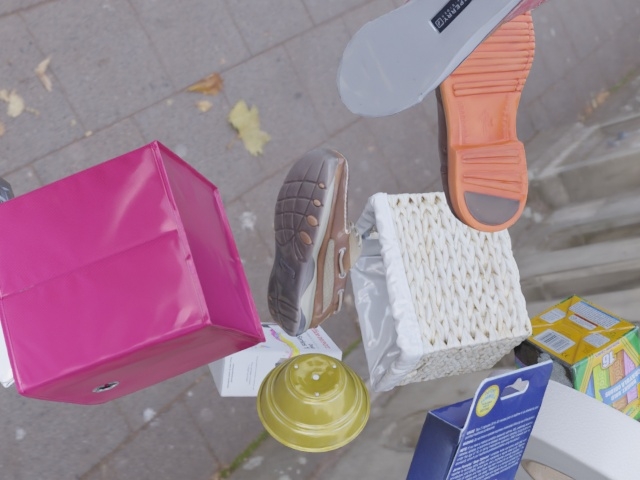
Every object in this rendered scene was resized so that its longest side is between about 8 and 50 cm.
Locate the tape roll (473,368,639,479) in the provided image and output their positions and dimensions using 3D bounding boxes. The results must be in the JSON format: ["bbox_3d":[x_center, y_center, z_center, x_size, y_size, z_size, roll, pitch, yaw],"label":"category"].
[{"bbox_3d":[0.348,0.295,1.057,0.392,0.392,0.072,45,73,-29],"label":"tape roll"}]

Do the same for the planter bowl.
[{"bbox_3d":[-0.010,0.278,1.648,0.217,0.217,0.090,-53,159,-39],"label":"planter bowl"}]

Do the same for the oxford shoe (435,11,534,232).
[{"bbox_3d":[0.198,-0.196,1.171,0.130,0.133,0.363,1,95,-11],"label":"oxford shoe"}]

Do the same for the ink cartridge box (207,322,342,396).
[{"bbox_3d":[-0.111,0.276,2.067,0.278,0.201,0.117,4,104,-18],"label":"ink cartridge box"}]

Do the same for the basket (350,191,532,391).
[{"bbox_3d":[0.221,0.102,1.750,0.267,0.328,0.331,-6,70,-9],"label":"basket"}]

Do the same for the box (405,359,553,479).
[{"bbox_3d":[0.109,0.196,0.688,0.136,0.037,0.225,0,111,-53],"label":"box"}]

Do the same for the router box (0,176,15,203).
[{"bbox_3d":[-0.672,-0.091,1.621,0.081,0.309,0.243,-46,125,1],"label":"router box"}]

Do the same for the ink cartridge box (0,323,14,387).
[{"bbox_3d":[-0.580,0.174,1.611,0.100,0.237,0.172,-42,92,-16],"label":"ink cartridge box"}]

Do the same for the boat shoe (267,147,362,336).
[{"bbox_3d":[0.000,0.000,1.357,0.117,0.123,0.324,-11,131,-31],"label":"boat shoe"}]

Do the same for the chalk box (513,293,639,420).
[{"bbox_3d":[0.519,0.291,1.767,0.179,0.180,0.288,-26,121,-21],"label":"chalk box"}]

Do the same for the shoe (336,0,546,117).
[{"bbox_3d":[0.091,-0.146,0.586,0.081,0.178,0.063,-26,81,-49],"label":"shoe"}]

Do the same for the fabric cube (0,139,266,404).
[{"bbox_3d":[-0.257,0.056,1.189,0.254,0.258,0.259,47,23,-73],"label":"fabric cube"}]
